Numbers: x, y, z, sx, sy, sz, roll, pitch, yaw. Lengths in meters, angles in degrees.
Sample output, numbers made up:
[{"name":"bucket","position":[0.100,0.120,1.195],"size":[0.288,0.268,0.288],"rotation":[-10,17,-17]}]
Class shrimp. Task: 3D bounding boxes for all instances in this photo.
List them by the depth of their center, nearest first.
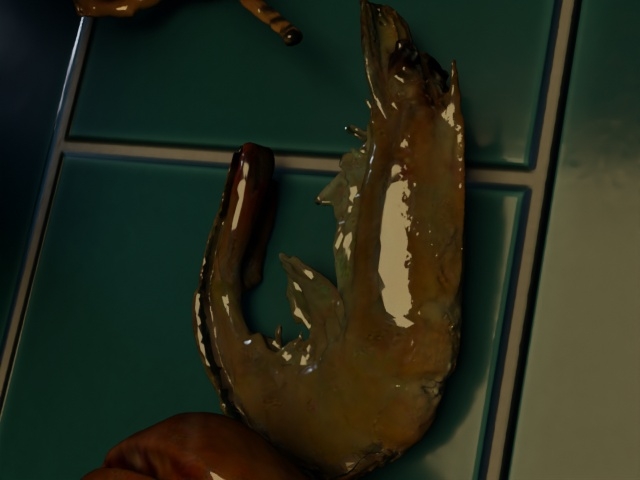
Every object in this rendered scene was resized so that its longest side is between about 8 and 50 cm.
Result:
[{"name":"shrimp","position":[0.001,0.000,0.445],"size":[0.173,0.058,0.253],"rotation":[-8,77,33]}]

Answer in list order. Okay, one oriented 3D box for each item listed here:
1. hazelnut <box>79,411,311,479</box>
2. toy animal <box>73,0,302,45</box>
[{"name":"hazelnut","position":[-0.047,0.173,0.367],"size":[0.182,0.182,0.182],"rotation":[-7,75,25]},{"name":"toy animal","position":[-0.086,-0.185,0.517],"size":[0.255,0.116,0.114],"rotation":[50,145,23]}]
